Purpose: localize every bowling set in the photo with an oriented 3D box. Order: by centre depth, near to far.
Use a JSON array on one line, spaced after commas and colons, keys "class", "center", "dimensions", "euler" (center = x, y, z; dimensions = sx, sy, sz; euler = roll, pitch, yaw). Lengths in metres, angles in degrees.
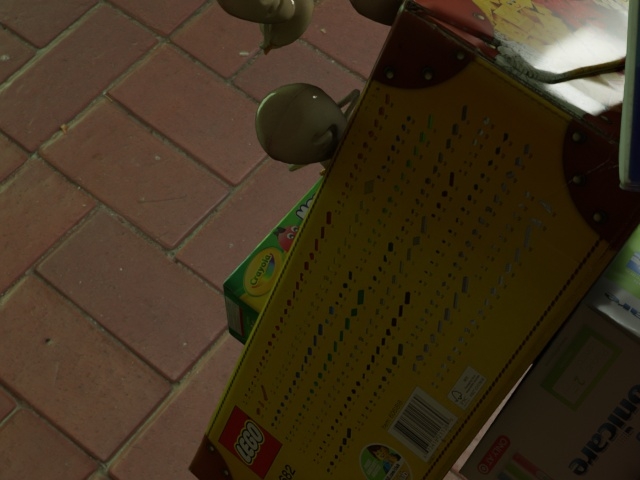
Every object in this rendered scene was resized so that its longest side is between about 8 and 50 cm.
[{"class": "bowling set", "center": [0.006, -0.208, 0.638], "dimensions": [0.287, 0.200, 0.154], "euler": [-52, -14, 12]}]

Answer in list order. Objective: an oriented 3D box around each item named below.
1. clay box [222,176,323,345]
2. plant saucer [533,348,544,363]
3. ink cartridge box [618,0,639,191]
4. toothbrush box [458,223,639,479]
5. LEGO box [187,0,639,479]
[{"class": "clay box", "center": [0.000, 0.000, 0.854], "dimensions": [0.222, 0.053, 0.127], "euler": [-49, -14, -22]}, {"class": "plant saucer", "center": [0.344, 0.099, 1.111], "dimensions": [0.310, 0.050, 0.310], "euler": [-15, -13, -4]}, {"class": "ink cartridge box", "center": [0.218, -0.177, 0.394], "dimensions": [0.270, 0.151, 0.395], "euler": [-41, -46, -61]}, {"class": "toothbrush box", "center": [0.269, 0.114, 0.822], "dimensions": [0.283, 0.122, 0.206], "euler": [-33, -26, -55]}, {"class": "LEGO box", "center": [0.129, 0.017, 0.797], "dimensions": [0.372, 0.193, 0.500], "euler": [-36, -22, -50]}]
